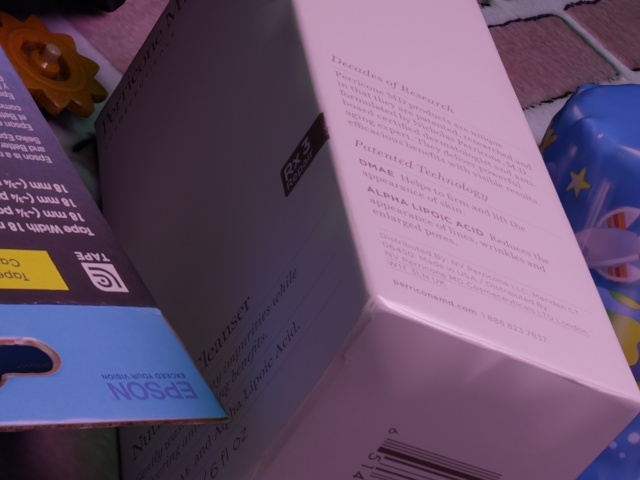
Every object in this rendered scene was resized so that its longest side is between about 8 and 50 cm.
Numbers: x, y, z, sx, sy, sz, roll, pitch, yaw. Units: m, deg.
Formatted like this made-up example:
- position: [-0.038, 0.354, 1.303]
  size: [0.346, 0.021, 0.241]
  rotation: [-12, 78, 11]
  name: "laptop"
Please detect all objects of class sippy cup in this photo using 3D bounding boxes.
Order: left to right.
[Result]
- position: [0.187, 0.039, 0.955]
  size: [0.305, 0.224, 0.240]
  rotation: [12, 21, -4]
  name: "sippy cup"

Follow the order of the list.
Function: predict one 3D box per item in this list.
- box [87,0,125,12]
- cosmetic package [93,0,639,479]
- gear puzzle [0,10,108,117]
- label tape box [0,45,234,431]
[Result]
- position: [-0.110, -0.426, 0.948]
  size: [0.297, 0.472, 0.480]
  rotation: [33, -3, -3]
  name: "box"
- position: [0.000, 0.000, 0.888]
  size: [0.156, 0.217, 0.385]
  rotation: [21, 31, -27]
  name: "cosmetic package"
- position: [-0.278, -0.168, 1.010]
  size: [0.339, 0.044, 0.175]
  rotation: [29, 31, -16]
  name: "gear puzzle"
- position: [-0.225, -0.008, 0.757]
  size: [0.240, 0.106, 0.334]
  rotation: [4, 42, -45]
  name: "label tape box"
